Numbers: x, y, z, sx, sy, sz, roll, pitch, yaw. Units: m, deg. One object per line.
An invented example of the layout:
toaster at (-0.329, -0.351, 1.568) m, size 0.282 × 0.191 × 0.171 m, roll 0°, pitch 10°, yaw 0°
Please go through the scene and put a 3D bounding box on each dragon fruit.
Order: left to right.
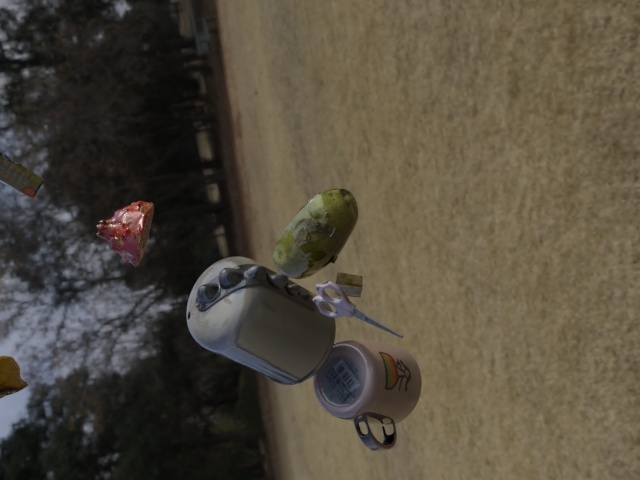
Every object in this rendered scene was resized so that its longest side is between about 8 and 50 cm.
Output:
dragon fruit at (-0.438, -0.029, 1.899) m, size 0.153 × 0.110 × 0.153 m, roll -163°, pitch 90°, yaw -83°

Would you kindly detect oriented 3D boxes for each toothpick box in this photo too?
toothpick box at (-0.128, 0.151, 1.748) m, size 0.316 × 0.229 × 0.229 m, roll 34°, pitch -151°, yaw -43°

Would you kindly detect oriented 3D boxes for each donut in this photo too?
donut at (-0.778, 0.322, 1.869) m, size 0.253 × 0.253 × 0.118 m, roll 106°, pitch 156°, yaw -76°

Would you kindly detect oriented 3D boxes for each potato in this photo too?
potato at (0.000, 0.000, 2.137) m, size 0.160 × 0.272 × 0.111 m, roll 24°, pitch -158°, yaw -53°

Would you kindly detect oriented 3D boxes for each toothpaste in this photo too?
toothpaste at (-0.538, -0.116, 1.479) m, size 0.044 × 0.070 × 0.193 m, roll -60°, pitch -8°, yaw -7°

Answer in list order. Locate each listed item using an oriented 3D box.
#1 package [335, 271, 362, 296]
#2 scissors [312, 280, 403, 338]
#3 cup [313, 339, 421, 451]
package at (0.074, 0.120, 2.199) m, size 0.131 × 0.071 × 0.047 m, roll 85°, pitch -166°, yaw -78°
scissors at (0.072, 0.139, 1.610) m, size 0.015 × 0.189 × 0.100 m, roll -58°, pitch -11°, yaw -39°
cup at (0.105, 0.352, 1.933) m, size 0.200 × 0.191 × 0.253 m, roll 17°, pitch -122°, yaw -54°
